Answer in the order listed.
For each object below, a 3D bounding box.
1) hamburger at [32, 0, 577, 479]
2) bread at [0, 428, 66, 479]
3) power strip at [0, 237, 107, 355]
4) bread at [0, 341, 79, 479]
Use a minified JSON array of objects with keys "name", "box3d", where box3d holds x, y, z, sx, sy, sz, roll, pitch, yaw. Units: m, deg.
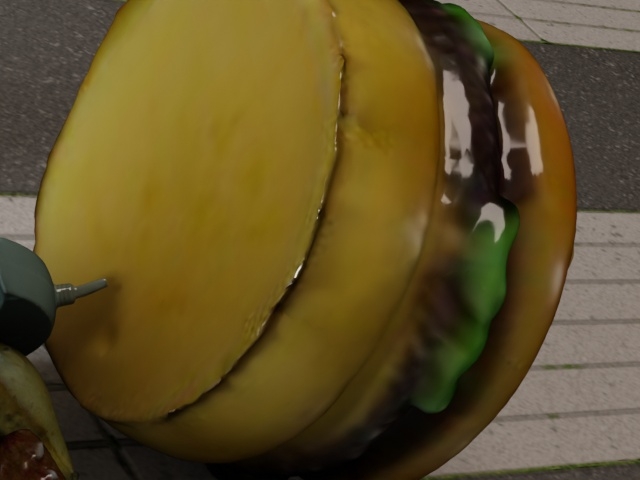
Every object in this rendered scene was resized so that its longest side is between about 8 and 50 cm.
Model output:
[{"name":"hamburger","box3d":[0.000,0.000,1.353,0.277,0.396,0.396,18,24,-36]},{"name":"bread","box3d":[-0.290,0.225,0.992,0.416,0.113,0.165,-11,60,-49]},{"name":"power strip","box3d":[-0.253,0.052,1.296,0.137,0.216,0.044,47,30,-63]},{"name":"bread","box3d":[-0.225,0.116,1.270,0.156,0.110,0.103,6,26,-31]}]
